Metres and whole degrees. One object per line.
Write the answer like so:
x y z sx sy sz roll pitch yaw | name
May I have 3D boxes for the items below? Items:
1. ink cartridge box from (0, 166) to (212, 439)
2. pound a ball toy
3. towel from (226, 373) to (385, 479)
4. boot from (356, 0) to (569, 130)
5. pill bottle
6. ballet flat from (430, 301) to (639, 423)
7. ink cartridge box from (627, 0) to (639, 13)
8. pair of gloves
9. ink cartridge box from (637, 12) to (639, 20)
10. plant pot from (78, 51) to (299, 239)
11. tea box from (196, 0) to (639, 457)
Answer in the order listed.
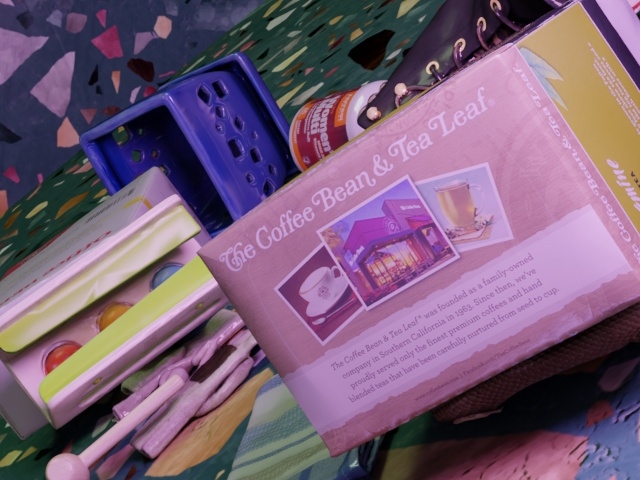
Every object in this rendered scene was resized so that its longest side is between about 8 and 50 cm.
-0.301 0.074 2.205 0.279 0.160 0.384 -34 11 9 | ink cartridge box
-0.227 0.130 1.907 0.319 0.208 0.135 -38 -14 -15 | pound a ball toy
-0.011 0.184 1.607 0.209 0.034 0.285 -30 18 26 | towel
0.172 -0.198 1.778 0.284 0.138 0.377 -52 12 7 | boot
0.063 -0.143 2.172 0.121 0.121 0.221 -46 19 -28 | pill bottle
0.199 0.100 1.384 0.250 0.058 0.084 -33 5 25 | ballet flat
0.292 -0.245 1.903 0.296 0.066 0.261 -38 -1 41 | ink cartridge box
-0.161 0.158 1.963 0.204 0.042 0.240 -40 16 -8 | pair of gloves
0.322 -0.139 1.698 0.193 0.088 0.235 -37 17 -3 | ink cartridge box
-0.175 -0.133 2.455 0.236 0.236 0.212 -18 18 46 | plant pot
0.133 -0.026 1.414 0.329 0.220 0.323 -32 2 32 | tea box
